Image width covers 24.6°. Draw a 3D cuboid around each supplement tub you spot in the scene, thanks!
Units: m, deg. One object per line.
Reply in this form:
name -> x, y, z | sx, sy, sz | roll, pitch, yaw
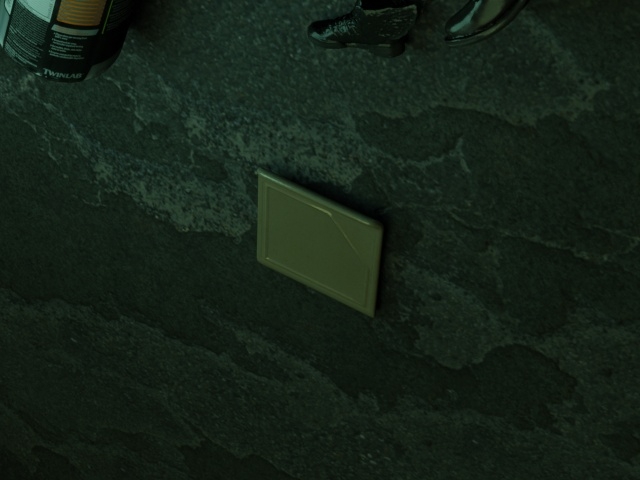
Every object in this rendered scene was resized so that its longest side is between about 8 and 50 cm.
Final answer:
supplement tub -> -0.344, -0.386, 2.073 | 0.193, 0.193, 0.316 | 38, 142, 5

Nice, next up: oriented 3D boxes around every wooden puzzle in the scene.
wooden puzzle -> 0.000, 0.000, 2.283 | 0.221, 0.044, 0.238 | 26, 145, 20

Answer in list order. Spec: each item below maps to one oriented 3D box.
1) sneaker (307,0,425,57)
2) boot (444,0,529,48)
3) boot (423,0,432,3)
sneaker -> 0.057, -0.293, 1.932 | 0.170, 0.051, 0.089 | 15, 136, 25
boot -> 0.182, -0.372, 1.696 | 0.229, 0.091, 0.263 | 46, 123, -7
boot -> 0.164, -0.308, 1.830 | 0.114, 0.037, 0.106 | -14, 106, 45
